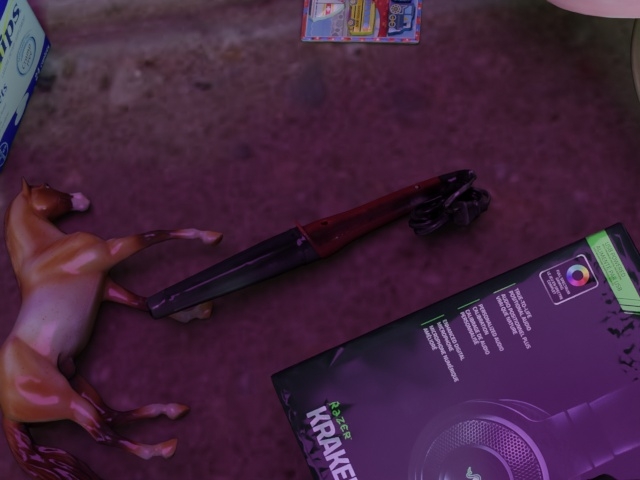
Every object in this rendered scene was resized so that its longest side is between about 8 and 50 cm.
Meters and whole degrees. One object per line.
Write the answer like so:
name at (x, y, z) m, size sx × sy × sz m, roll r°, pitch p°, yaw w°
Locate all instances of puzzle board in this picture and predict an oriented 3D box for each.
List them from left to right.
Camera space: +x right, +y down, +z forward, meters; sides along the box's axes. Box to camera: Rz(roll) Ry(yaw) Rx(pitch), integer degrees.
puzzle board at (0.037, -0.220, 1.301) m, size 0.096 × 0.011 × 0.128 m, roll 2°, pitch 70°, yaw 8°

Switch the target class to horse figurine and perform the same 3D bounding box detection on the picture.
horse figurine at (-0.176, 0.075, 1.191) m, size 0.175 × 0.066 × 0.263 m, roll 9°, pitch 68°, yaw 3°

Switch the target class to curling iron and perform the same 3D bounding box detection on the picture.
curling iron at (0.000, 0.000, 1.184) m, size 0.274 × 0.068 × 0.035 m, roll -18°, pitch 103°, yaw -9°

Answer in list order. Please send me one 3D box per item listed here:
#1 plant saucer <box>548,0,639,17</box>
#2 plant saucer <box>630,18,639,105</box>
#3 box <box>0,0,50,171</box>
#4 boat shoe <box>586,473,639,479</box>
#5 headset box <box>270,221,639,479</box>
plant saucer at (0.273, -0.252, 1.169) m, size 0.332 × 0.084 × 0.332 m, roll -14°, pitch 28°, yaw 8°
plant saucer at (0.358, -0.109, 1.169) m, size 0.278 × 0.041 × 0.277 m, roll 4°, pitch 62°, yaw -7°
box at (-0.278, -0.137, 1.242) m, size 0.072 × 0.137 × 0.126 m, roll 14°, pitch 72°, yaw 11°
boat shoe at (0.173, 0.169, 0.985) m, size 0.133 × 0.049 × 0.042 m, roll -1°, pitch 43°, yaw 13°
headset box at (0.147, 0.157, 1.083) m, size 0.283 × 0.131 × 0.246 m, roll -23°, pitch 70°, yaw -2°
